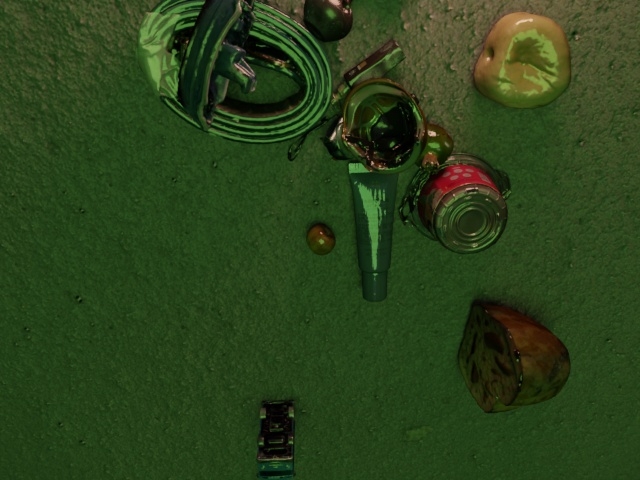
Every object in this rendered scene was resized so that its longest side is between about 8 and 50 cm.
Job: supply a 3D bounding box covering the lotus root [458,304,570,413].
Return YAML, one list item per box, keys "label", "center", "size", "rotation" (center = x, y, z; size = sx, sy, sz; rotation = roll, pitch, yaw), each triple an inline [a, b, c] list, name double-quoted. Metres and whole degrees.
- label: "lotus root"
  center: [0.558, 0.361, 1.515]
  size: [0.249, 0.316, 0.316]
  rotation: [8, 114, -14]

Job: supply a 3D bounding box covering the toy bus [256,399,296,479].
- label: "toy bus"
  center: [-0.131, 0.611, 1.628]
  size: [0.116, 0.234, 0.134]
  rotation: [0, 117, -1]

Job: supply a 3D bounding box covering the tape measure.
- label: "tape measure"
  center: [0.013, -0.242, 1.356]
  size: [0.179, 0.104, 0.107]
  rotation: [-14, 135, 37]

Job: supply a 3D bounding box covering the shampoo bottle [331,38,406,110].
- label: "shampoo bottle"
  center: [0.106, -0.393, 1.281]
  size: [0.207, 0.057, 0.063]
  rotation: [-35, 118, 15]

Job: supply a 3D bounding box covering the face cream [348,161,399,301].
- label: "face cream"
  center: [0.145, -0.022, 1.437]
  size: [0.135, 0.086, 0.386]
  rotation: [-3, 109, -3]

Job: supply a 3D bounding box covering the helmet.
- label: "helmet"
  center: [0.161, -0.265, 1.269]
  size: [0.198, 0.130, 0.224]
  rotation: [-30, 82, 24]

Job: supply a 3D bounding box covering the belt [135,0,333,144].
- label: "belt"
  center: [-0.186, -0.388, 1.210]
  size: [0.436, 0.173, 0.300]
  rotation: [16, 111, -9]

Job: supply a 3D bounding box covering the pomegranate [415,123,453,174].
- label: "pomegranate"
  center: [0.271, -0.220, 1.319]
  size: [0.114, 0.142, 0.115]
  rotation: [5, 138, 4]

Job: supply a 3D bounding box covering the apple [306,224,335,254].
- label: "apple"
  center: [0.000, 0.000, 1.442]
  size: [0.084, 0.084, 0.071]
  rotation: [42, 115, -18]

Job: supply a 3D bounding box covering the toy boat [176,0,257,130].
- label: "toy boat"
  center: [-0.184, -0.362, 1.058]
  size: [0.142, 0.129, 0.309]
  rotation: [26, 110, 0]

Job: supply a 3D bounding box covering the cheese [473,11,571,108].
- label: "cheese"
  center: [0.472, -0.409, 1.253]
  size: [0.218, 0.117, 0.235]
  rotation: [-34, 107, 15]

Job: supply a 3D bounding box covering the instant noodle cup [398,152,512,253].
- label: "instant noodle cup"
  center: [0.362, -0.078, 1.360]
  size: [0.302, 0.182, 0.258]
  rotation: [-27, 111, 10]

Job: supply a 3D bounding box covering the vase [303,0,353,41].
- label: "vase"
  center: [0.045, -0.537, 1.193]
  size: [0.120, 0.120, 0.183]
  rotation: [40, 91, -17]
